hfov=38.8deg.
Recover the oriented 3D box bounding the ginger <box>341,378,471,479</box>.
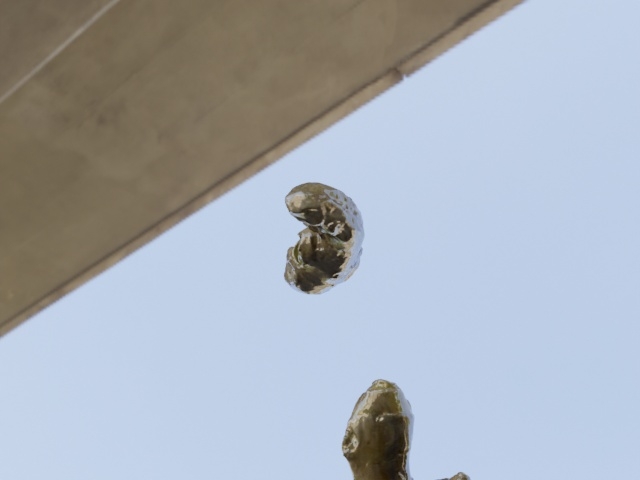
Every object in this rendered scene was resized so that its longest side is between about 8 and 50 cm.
[{"bbox_3d":[0.090,0.223,0.796,0.133,0.214,0.059,-8,-4,-7],"label":"ginger"}]

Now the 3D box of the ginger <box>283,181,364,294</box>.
[{"bbox_3d":[0.003,-0.001,0.780,0.070,0.051,0.173,2,-31,-2],"label":"ginger"}]
